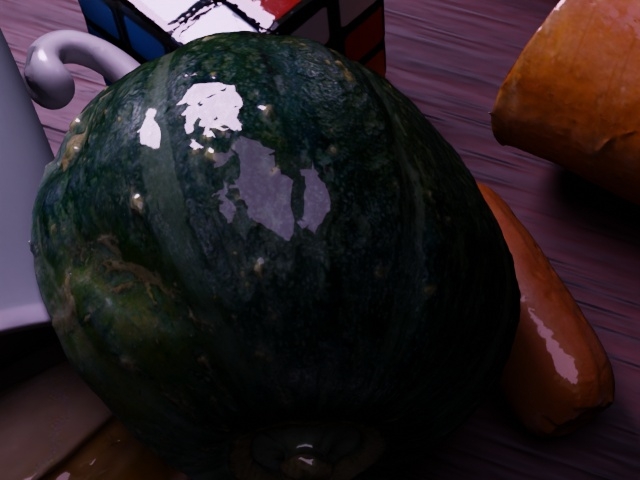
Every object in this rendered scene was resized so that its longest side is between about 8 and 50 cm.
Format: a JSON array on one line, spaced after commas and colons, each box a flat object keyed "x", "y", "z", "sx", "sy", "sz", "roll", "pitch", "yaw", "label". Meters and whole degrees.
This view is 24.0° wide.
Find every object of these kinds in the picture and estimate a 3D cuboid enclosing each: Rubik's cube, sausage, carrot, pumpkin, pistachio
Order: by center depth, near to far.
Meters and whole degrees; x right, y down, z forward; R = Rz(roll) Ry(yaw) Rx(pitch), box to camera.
[{"x": 0.000, "y": 0.000, "z": 0.896, "sx": 0.197, "sy": 0.293, "sz": 0.263, "roll": -32, "pitch": 44, "yaw": 31, "label": "pumpkin"}, {"x": -0.166, "y": 0.160, "z": 0.935, "sx": 0.229, "sy": 0.157, "sz": 0.157, "roll": -35, "pitch": 63, "yaw": -21, "label": "pistachio"}, {"x": 0.309, "y": -0.092, "z": 1.003, "sx": 0.331, "sy": 0.193, "sz": 0.214, "roll": 26, "pitch": 64, "yaw": 22, "label": "carrot"}, {"x": 0.128, "y": 0.042, "z": 1.011, "sx": 0.076, "sy": 0.076, "sz": 0.198, "roll": -24, "pitch": 60, "yaw": -9, "label": "sausage"}, {"x": -0.062, "y": -0.157, "z": 1.089, "sx": 0.163, "sy": 0.160, "sz": 0.162, "roll": -42, "pitch": 66, "yaw": -17, "label": "Rubik's cube"}]

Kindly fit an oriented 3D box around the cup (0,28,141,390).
[{"x": -0.248, "y": -0.039, "z": 0.955, "sx": 0.356, "sy": 0.259, "sz": 0.275, "roll": -18, "pitch": 79, "yaw": -26, "label": "cup"}]
